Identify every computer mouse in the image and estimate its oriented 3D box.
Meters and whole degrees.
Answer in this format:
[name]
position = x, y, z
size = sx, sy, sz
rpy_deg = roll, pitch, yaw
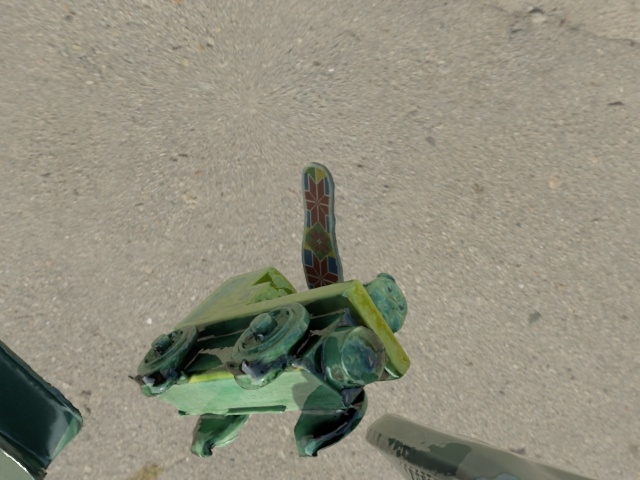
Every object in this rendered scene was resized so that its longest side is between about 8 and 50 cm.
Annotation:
[computer mouse]
position = 0.157, 0.242, 0.649
size = 0.197, 0.331, 0.094
rpy_deg = 24, 77, -11

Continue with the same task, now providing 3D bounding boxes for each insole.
[insole]
position = 0.000, 0.000, 0.801
size = 0.006, 0.065, 0.193
rpy_deg = -25, 121, -43

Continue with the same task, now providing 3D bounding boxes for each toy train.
[toy train]
position = -0.044, 0.115, 0.744
size = 0.237, 0.369, 0.150
rpy_deg = -45, 109, -40

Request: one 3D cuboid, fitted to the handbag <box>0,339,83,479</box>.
[handbag]
position = -0.384, 0.110, 0.568
size = 0.239, 0.089, 0.326
rpy_deg = -23, 118, 31
